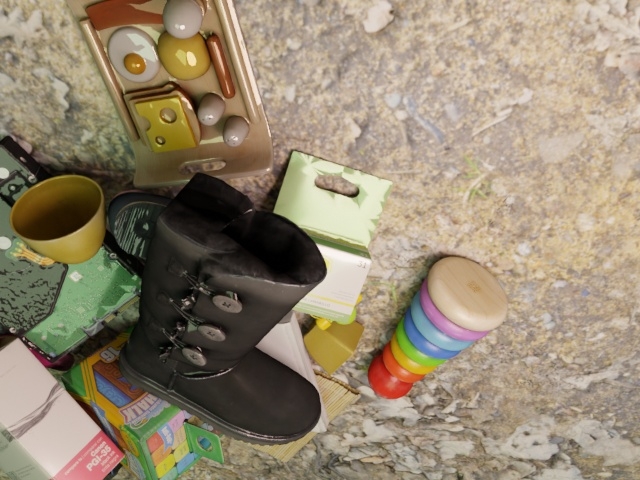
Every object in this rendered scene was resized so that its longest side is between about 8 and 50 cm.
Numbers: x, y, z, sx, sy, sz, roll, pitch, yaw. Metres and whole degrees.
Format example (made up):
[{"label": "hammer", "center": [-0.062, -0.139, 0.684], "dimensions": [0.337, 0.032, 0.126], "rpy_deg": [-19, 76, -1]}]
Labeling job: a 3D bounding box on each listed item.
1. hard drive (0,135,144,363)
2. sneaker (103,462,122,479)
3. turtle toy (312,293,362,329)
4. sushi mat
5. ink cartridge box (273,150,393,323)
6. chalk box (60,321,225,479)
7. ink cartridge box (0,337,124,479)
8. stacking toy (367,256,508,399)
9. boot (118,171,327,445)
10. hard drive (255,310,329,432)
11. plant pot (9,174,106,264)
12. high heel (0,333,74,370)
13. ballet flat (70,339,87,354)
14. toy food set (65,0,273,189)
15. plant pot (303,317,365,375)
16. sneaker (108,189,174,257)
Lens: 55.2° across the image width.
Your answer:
[{"label": "hard drive", "center": [-0.479, 0.026, 1.017], "dimensions": [0.237, 0.064, 0.339], "rpy_deg": [-36, 118, 6]}, {"label": "sneaker", "center": [-0.581, 0.546, 1.473], "dimensions": [0.217, 0.079, 0.121], "rpy_deg": [-10, 125, 12]}, {"label": "turtle toy", "center": [0.021, 0.104, 1.067], "dimensions": [0.095, 0.066, 0.130], "rpy_deg": [-38, 119, 1]}, {"label": "sushi mat", "center": [-0.058, 0.382, 1.329], "dimensions": [0.151, 0.019, 0.316], "rpy_deg": [28, 126, -14]}, {"label": "ink cartridge box", "center": [0.000, 0.000, 0.951], "dimensions": [0.171, 0.056, 0.235], "rpy_deg": [16, 112, -10]}, {"label": "chalk box", "center": [-0.297, 0.320, 1.122], "dimensions": [0.289, 0.179, 0.180], "rpy_deg": [26, 135, 30]}, {"label": "ink cartridge box", "center": [-0.512, 0.330, 1.079], "dimensions": [0.283, 0.117, 0.207], "rpy_deg": [52, 136, -7]}, {"label": "stacking toy", "center": [0.183, 0.181, 1.080], "dimensions": [0.141, 0.141, 0.330], "rpy_deg": [20, 132, -10]}, {"label": "boot", "center": [-0.094, 0.134, 0.906], "dimensions": [0.367, 0.146, 0.445], "rpy_deg": [21, 136, -12]}, {"label": "hard drive", "center": [-0.112, 0.257, 1.196], "dimensions": [0.203, 0.040, 0.307], "rpy_deg": [-1, 127, 20]}, {"label": "plant pot", "center": [-0.379, -0.019, 0.923], "dimensions": [0.134, 0.134, 0.095], "rpy_deg": [0, 140, 6]}, {"label": "high heel", "center": [-0.601, 0.209, 1.171], "dimensions": [0.244, 0.082, 0.117], "rpy_deg": [7, 157, 23]}, {"label": "ballet flat", "center": [-0.464, 0.145, 1.158], "dimensions": [0.070, 0.070, 0.188], "rpy_deg": [2, 131, 5]}, {"label": "toy food set", "center": [-0.206, -0.211, 0.826], "dimensions": [0.220, 0.092, 0.306], "rpy_deg": [-6, 127, 11]}, {"label": "plant pot", "center": [0.018, 0.179, 1.123], "dimensions": [0.083, 0.081, 0.081], "rpy_deg": [37, 124, -4]}, {"label": "sneaker", "center": [-0.190, -0.006, 0.995], "dimensions": [0.319, 0.131, 0.112], "rpy_deg": [26, 97, -36]}]
